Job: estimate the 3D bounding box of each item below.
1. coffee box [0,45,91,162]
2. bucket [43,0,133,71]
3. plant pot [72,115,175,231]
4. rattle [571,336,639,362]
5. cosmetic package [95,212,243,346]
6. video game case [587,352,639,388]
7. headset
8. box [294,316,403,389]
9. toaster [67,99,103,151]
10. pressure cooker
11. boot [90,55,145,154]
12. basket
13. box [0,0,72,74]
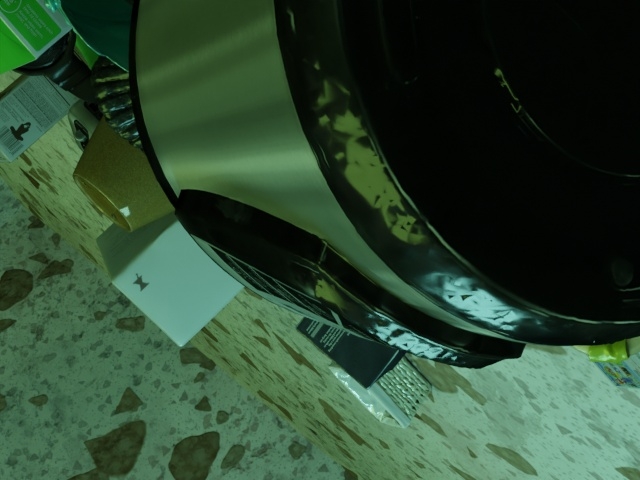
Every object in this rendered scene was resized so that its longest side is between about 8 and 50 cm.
[{"bbox_3d":[-0.520,-0.257,1.817,0.098,0.246,0.141,51,160,-22],"label":"coffee box"},{"bbox_3d":[-0.145,-0.295,0.893,0.183,0.281,0.281,36,163,47],"label":"bucket"},{"bbox_3d":[-0.230,-0.140,1.457,0.237,0.254,0.237,37,162,14],"label":"plant pot"},{"bbox_3d":[0.296,0.021,1.066,0.130,0.143,0.199,-37,84,40],"label":"rattle"},{"bbox_3d":[-0.250,0.008,1.755,0.161,0.230,0.453,48,174,-16],"label":"cosmetic package"},{"bbox_3d":[0.378,0.152,1.225,0.087,0.011,0.122,46,162,-12],"label":"video game case"},{"bbox_3d":[-0.469,-0.344,1.504,0.394,0.185,0.243,43,-164,-48],"label":"headset"},{"bbox_3d":[0.066,0.150,1.652,0.158,0.093,0.156,40,-163,11],"label":"box"},{"bbox_3d":[-0.307,-0.186,1.672,0.168,0.186,0.110,44,162,24],"label":"toaster"},{"bbox_3d":[0.072,-0.123,0.675,0.420,0.376,0.369,4,113,64],"label":"pressure cooker"},{"bbox_3d":[-0.085,-0.130,1.165,0.260,0.131,0.348,-29,99,31],"label":"boot"},{"bbox_3d":[0.117,0.265,1.901,0.167,0.103,0.113,46,162,-14],"label":"basket"},{"bbox_3d":[-0.353,-0.343,1.282,0.126,0.231,0.262,51,161,-22],"label":"box"}]
